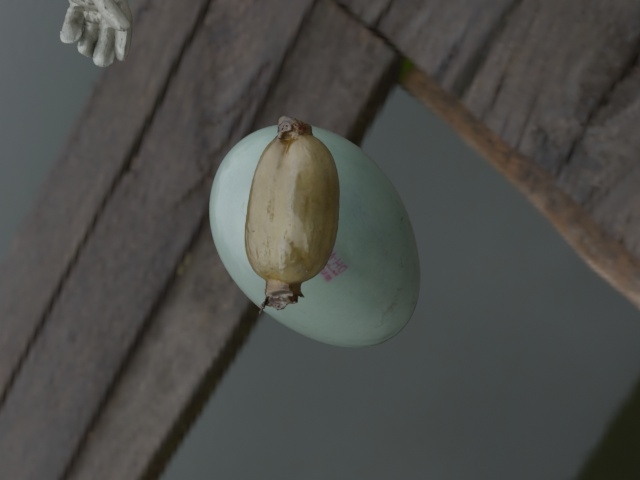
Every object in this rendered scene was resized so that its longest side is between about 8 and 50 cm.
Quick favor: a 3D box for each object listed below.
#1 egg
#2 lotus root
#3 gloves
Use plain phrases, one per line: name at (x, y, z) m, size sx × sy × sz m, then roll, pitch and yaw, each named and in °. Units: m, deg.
egg at (0.000, 0.000, 1.505) m, size 0.183 × 0.264 × 0.183 m, roll -28°, pitch 32°, yaw 19°
lotus root at (-0.021, -0.017, 1.138) m, size 0.073 × 0.062 × 0.150 m, roll 8°, pitch 94°, yaw 29°
gloves at (-0.122, -0.131, 0.799) m, size 0.044 × 0.037 × 0.081 m, roll 11°, pitch 119°, yaw 56°
